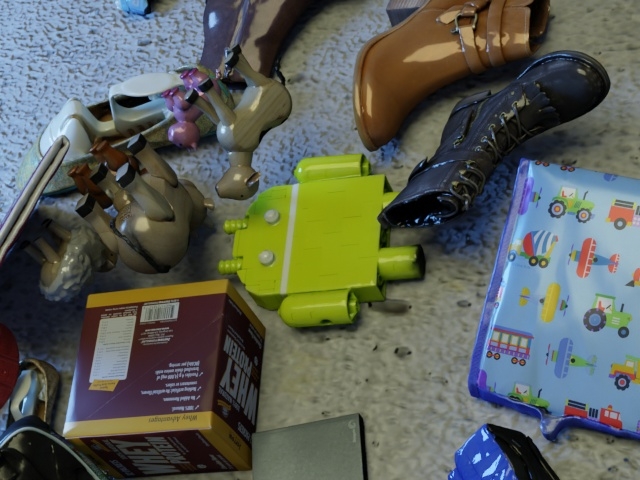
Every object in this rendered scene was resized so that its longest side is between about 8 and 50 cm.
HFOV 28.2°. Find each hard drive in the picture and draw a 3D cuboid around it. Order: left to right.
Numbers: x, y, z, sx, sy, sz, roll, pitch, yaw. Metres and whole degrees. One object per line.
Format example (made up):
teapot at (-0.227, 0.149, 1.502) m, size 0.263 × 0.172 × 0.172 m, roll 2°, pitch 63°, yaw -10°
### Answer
hard drive at (-0.013, 0.258, 1.480) m, size 0.135 × 0.022 × 0.094 m, roll -13°, pitch 55°, yaw 14°

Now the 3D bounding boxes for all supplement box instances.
supplement box at (-0.183, 0.170, 1.538) m, size 0.191 × 0.129 × 0.194 m, roll -7°, pitch 57°, yaw 18°

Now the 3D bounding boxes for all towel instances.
towel at (-0.412, 0.004, 1.664) m, size 0.037 × 0.329 × 0.237 m, roll 31°, pitch 68°, yaw -13°

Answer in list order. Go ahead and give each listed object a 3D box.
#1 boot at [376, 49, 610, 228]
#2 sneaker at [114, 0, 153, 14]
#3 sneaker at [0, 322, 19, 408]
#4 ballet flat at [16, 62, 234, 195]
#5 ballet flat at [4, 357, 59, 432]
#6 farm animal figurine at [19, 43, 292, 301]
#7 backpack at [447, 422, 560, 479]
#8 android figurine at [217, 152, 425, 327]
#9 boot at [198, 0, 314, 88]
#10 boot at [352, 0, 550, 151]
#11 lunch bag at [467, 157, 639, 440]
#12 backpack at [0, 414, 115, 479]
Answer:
boot at (0.206, -0.106, 1.514) m, size 0.263 × 0.091 × 0.229 m, roll -23°, pitch 22°, yaw 45°
sneaker at (-0.254, -0.417, 2.001) m, size 0.073 × 0.063 × 0.162 m, roll 25°, pitch 74°, yaw 14°
sneaker at (-0.455, 0.213, 1.602) m, size 0.128 × 0.087 × 0.221 m, roll -23°, pitch 49°, yaw 43°
ballet flat at (-0.297, -0.167, 1.811) m, size 0.349 × 0.123 × 0.123 m, roll -18°, pitch 54°, yaw 11°
ballet flat at (-0.377, 0.240, 1.610) m, size 0.073 × 0.067 × 0.206 m, roll -11°, pitch 56°, yaw 13°
farm animal figurine at (-0.186, -0.066, 1.635) m, size 0.330 × 0.172 × 0.326 m, roll -29°, pitch 24°, yaw 33°
backpack at (0.202, 0.269, 1.343) m, size 0.101 × 0.098 × 0.120 m, roll -52°, pitch 49°, yaw 21°
android figurine at (0.000, 0.000, 1.622) m, size 0.273 × 0.056 × 0.248 m, roll -3°, pitch 58°, yaw 18°
boot at (-0.057, -0.313, 1.846) m, size 0.248 × 0.090 × 0.206 m, roll 2°, pitch 72°, yaw 22°
boot at (0.174, -0.232, 1.673) m, size 0.220 × 0.109 × 0.283 m, roll 4°, pitch 49°, yaw 28°
lunch bag at (0.298, 0.081, 1.416) m, size 0.221 × 0.138 × 0.293 m, roll 13°, pitch 74°, yaw 26°
backpack at (-0.306, 0.349, 1.422) m, size 0.253 × 0.191 × 0.225 m, roll 42°, pitch 79°, yaw -4°
